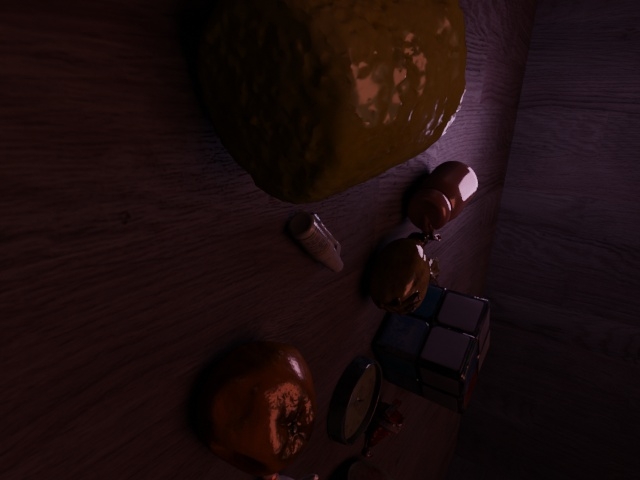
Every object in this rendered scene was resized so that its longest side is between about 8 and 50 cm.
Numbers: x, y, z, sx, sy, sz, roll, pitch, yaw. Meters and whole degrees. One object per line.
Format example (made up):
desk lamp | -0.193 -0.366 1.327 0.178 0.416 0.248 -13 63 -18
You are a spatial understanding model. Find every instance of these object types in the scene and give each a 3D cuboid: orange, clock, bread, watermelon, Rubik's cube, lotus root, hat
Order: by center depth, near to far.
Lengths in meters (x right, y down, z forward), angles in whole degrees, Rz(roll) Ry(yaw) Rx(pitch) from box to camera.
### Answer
bread | 0.013 -0.244 0.639 0.307 0.348 0.348 -34 130 -40
orange | -0.098 0.312 0.813 0.249 0.183 0.249 -30 128 -49
lotus root | 0.256 0.084 1.323 0.310 0.182 0.183 -61 147 -31
clock | 0.116 0.508 1.374 0.280 0.055 0.281 -31 128 -51
watermelon | 0.147 0.880 1.440 0.318 0.226 0.148 25 108 -48
Rubik's cube | 0.409 0.372 1.546 0.316 0.318 0.313 -55 145 -29
hat | 0.218 0.704 1.603 0.227 0.128 0.140 -62 176 11

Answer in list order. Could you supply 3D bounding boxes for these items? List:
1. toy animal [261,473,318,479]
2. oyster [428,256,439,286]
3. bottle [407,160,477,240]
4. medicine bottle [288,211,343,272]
toy animal | -0.075 0.622 1.018 0.141 0.138 0.283 -89 174 -52
oyster | 0.430 0.168 1.733 0.396 0.110 0.204 68 28 -44
bottle | 0.417 -0.133 1.485 0.297 0.173 0.207 -41 127 -45
medicine bottle | 0.000 0.000 0.975 0.221 0.061 0.092 51 40 -55
